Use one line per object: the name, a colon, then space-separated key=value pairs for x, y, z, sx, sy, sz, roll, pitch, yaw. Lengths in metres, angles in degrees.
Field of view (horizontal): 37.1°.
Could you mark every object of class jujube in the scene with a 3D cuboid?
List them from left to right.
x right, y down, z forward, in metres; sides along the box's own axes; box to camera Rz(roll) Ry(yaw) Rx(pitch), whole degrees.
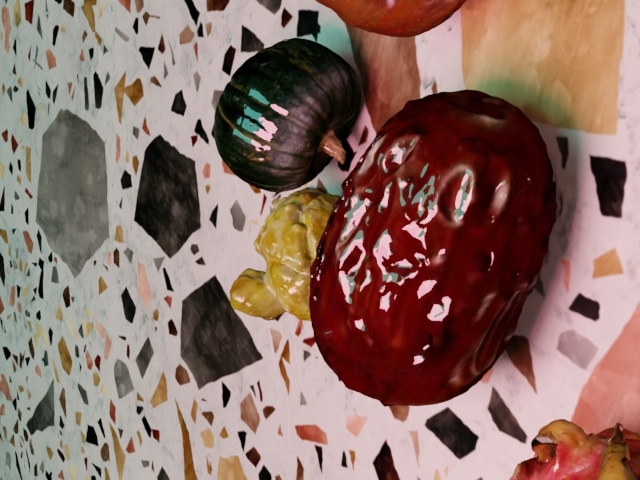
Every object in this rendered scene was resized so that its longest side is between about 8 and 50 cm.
jujube: x=0.118 y=0.021 z=1.078 sx=0.258 sy=0.258 sz=0.376 roll=43 pitch=132 yaw=42

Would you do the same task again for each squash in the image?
squash: x=-0.042 y=-0.169 z=1.295 sx=0.172 sy=0.218 sz=0.218 roll=27 pitch=117 yaw=37

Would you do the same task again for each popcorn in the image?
popcorn: x=-0.024 y=0.030 z=1.293 sx=0.212 sy=0.198 sz=0.198 roll=-35 pitch=63 yaw=15

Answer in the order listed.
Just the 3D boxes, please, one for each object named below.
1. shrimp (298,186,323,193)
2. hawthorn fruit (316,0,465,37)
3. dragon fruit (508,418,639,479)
shrimp: x=0.000 y=0.000 z=1.413 sx=0.099 sy=0.041 sz=0.180 roll=-42 pitch=60 yaw=32
hawthorn fruit: x=0.083 y=-0.366 z=1.069 sx=0.261 sy=0.258 sz=0.258 roll=-56 pitch=47 yaw=7
dragon fruit: x=0.290 y=0.289 z=0.893 sx=0.291 sy=0.250 sz=0.269 roll=58 pitch=134 yaw=53
